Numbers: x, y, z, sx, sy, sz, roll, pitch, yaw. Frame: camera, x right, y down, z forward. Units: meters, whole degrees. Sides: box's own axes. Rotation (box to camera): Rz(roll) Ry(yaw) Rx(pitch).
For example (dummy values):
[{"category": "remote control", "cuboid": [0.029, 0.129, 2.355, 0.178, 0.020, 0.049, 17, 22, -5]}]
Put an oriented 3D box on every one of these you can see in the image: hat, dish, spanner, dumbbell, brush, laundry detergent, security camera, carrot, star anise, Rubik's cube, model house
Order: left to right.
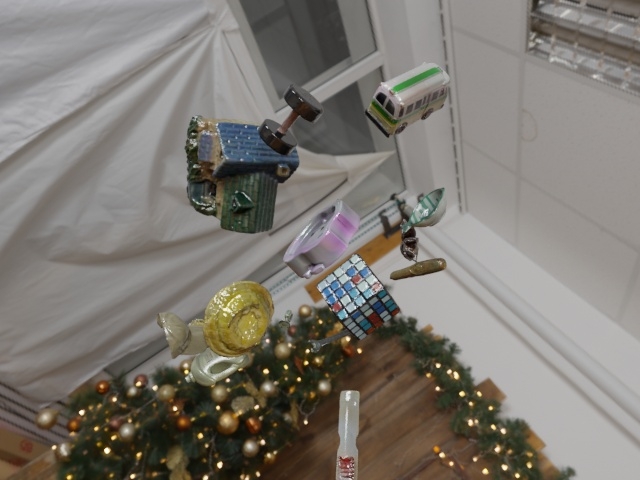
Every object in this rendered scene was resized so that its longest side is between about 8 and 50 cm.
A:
[{"category": "hat", "cuboid": [-0.466, 0.308, 1.631, 0.166, 0.173, 0.144, 50, -40, 34]}, {"category": "laundry detergent", "cuboid": [-0.418, 0.496, 1.876, 0.181, 0.253, 0.091, 40, -28, 51]}, {"category": "model house", "cuboid": [-0.335, -0.272, 1.974, 0.400, 0.394, 0.446, 33, -63, 50]}, {"category": "security camera", "cuboid": [-0.147, 0.348, 2.089, 0.058, 0.058, 0.092, 60, 30, -20]}, {"category": "dumbbell", "cuboid": [-0.109, -0.434, 1.698, 0.152, 0.218, 0.153, 34, 26, -19]}, {"category": "spanner", "cuboid": [0.049, 0.359, 1.723, 0.054, 0.254, 0.015, 53, -52, 24]}, {"category": "brush", "cuboid": [0.075, 0.583, 1.323, 0.050, 0.060, 0.321, 70, 21, -52]}, {"category": "Rubik's cube", "cuboid": [0.128, 0.190, 1.558, 0.184, 0.182, 0.187, 53, 2, 40]}, {"category": "star anise", "cuboid": [0.429, 0.018, 2.271, 0.209, 0.089, 0.232, -80, 166, -67]}, {"category": "carrot", "cuboid": [0.421, 0.136, 2.107, 0.342, 0.070, 0.070, -23, -78, 51]}, {"category": "dish", "cuboid": [0.460, -0.111, 1.984, 0.078, 0.246, 0.224, 39, 18, -13]}]

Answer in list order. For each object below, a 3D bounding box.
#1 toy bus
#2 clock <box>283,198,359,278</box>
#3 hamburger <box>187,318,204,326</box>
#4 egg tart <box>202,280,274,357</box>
[{"category": "toy bus", "cuboid": [0.330, -0.527, 1.708, 0.143, 0.305, 0.179, 51, -26, 18]}, {"category": "clock", "cuboid": [0.000, 0.000, 1.794, 0.102, 0.339, 0.338, 42, -4, -15]}, {"category": "hamburger", "cuboid": [-0.606, 0.474, 2.363, 0.159, 0.184, 0.131, 56, -21, -6]}, {"category": "egg tart", "cuboid": [-0.275, 0.289, 1.675, 0.115, 0.290, 0.290, 20, -34, 49]}]
